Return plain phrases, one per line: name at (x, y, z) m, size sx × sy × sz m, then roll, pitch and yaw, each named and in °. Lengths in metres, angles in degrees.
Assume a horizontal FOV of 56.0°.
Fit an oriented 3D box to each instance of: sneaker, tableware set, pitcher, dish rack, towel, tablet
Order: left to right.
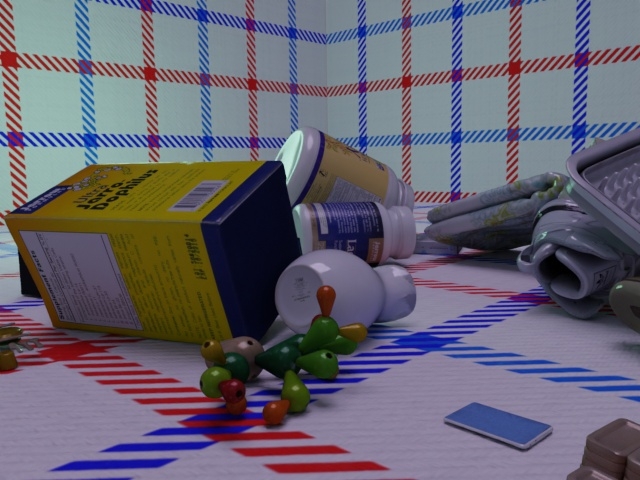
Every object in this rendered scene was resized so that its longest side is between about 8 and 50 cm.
tableware set at (-0.426, 0.142, 0.776) m, size 0.104 × 0.024 × 0.154 m, roll -12°, pitch 14°, yaw -40°
pitcher at (0.013, 0.084, 0.851) m, size 0.177 × 0.125 × 0.207 m, roll -20°, pitch -15°, yaw 33°
tablet at (0.160, 0.167, 0.548) m, size 0.054 × 0.006 × 0.083 m, roll -8°, pitch 9°, yaw -42°
towel at (0.479, -0.050, 1.416) m, size 0.320 × 0.090 × 0.374 m, roll 8°, pitch -17°, yaw -39°
sneaker at (0.492, 0.052, 0.936) m, size 0.366 × 0.137 × 0.210 m, roll 21°, pitch 34°, yaw 27°
dish rack at (0.537, -0.029, 0.871) m, size 0.285 × 0.072 × 0.333 m, roll -22°, pitch 55°, yaw -27°

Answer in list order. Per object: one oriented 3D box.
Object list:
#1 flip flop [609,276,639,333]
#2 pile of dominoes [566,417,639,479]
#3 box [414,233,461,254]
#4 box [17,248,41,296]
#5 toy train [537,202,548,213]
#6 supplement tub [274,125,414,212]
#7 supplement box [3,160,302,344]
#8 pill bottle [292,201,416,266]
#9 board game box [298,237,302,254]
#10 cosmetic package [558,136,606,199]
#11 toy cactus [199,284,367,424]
flip flop at (0.400, 0.108, 0.654) m, size 0.080 × 0.112 × 0.277 m, roll -28°, pitch 14°, yaw -6°
pile of dominoes at (0.296, 0.185, 0.369) m, size 0.196 × 0.040 × 0.251 m, roll -6°, pitch 17°, yaw -38°
box at (0.287, 0.008, 1.635) m, size 0.186 × 0.038 × 0.145 m, roll 0°, pitch 8°, yaw 18°
box at (-0.432, 0.046, 1.212) m, size 0.184 × 0.103 × 0.261 m, roll 0°, pitch 7°, yaw 29°
toy train at (0.560, -0.009, 1.213) m, size 0.248 × 0.143 × 0.105 m, roll -4°, pitch -22°, yaw -17°
supplement tub at (0.048, -0.120, 1.544) m, size 0.331 × 0.241 × 0.241 m, roll 23°, pitch -2°, yaw -22°
supplement box at (-0.230, 0.009, 0.881) m, size 0.356 × 0.194 × 0.195 m, roll 3°, pitch 30°, yaw 23°
pill bottle at (0.073, -0.013, 1.376) m, size 0.264 × 0.153 × 0.153 m, roll -3°, pitch 8°, yaw -14°
board game box at (-0.154, 0.058, 1.046) m, size 0.165 × 0.042 × 0.243 m, roll 1°, pitch 24°, yaw 22°
cosmetic package at (0.599, -0.049, 1.083) m, size 0.296 × 0.153 × 0.129 m, roll 23°, pitch 40°, yaw 4°
toy cactus at (-0.061, 0.120, 0.645) m, size 0.180 × 0.112 × 0.219 m, roll -8°, pitch 10°, yaw 41°
